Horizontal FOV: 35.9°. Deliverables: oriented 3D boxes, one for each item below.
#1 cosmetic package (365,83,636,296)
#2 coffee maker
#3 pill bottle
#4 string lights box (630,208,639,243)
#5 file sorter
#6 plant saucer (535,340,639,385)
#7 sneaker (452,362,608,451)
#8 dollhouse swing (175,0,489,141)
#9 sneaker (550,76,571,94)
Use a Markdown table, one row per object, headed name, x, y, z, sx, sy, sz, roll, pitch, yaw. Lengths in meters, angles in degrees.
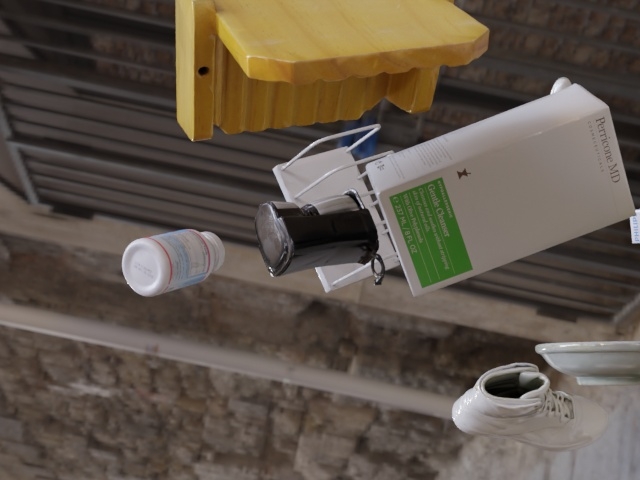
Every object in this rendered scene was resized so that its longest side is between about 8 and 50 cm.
| name | x | y | z | sx | sy | sz | roll | pitch | yaw |
| --- | --- | --- | --- | --- | --- | --- | --- | --- | --- |
| cosmetic package | 0.277 | -0.081 | 1.542 | 0.155 | 0.365 | 0.197 | -100 | -12 | -68 |
| coffee maker | 0.000 | 0.000 | 1.654 | 0.171 | 0.178 | 0.120 | 49 | 137 | 39 |
| pill bottle | -0.219 | 0.029 | 1.504 | 0.160 | 0.087 | 0.087 | -15 | -59 | -59 |
| string lights box | 0.796 | -0.043 | 2.059 | 0.259 | 0.133 | 0.077 | -2 | 98 | 51 |
| file sorter | 0.072 | -0.072 | 1.976 | 0.173 | 0.192 | 0.278 | -33 | 78 | 53 |
| plant saucer | 0.709 | 0.289 | 2.310 | 0.400 | 0.400 | 0.101 | 107 | 163 | -83 |
| sneaker | 0.399 | 0.296 | 1.752 | 0.169 | 0.292 | 0.108 | 110 | 162 | -58 |
| dollhouse swing | 0.014 | -0.195 | 1.282 | 0.315 | 0.346 | 0.305 | 98 | 156 | -44 |
| sneaker | 0.433 | -0.205 | 1.696 | 0.061 | 0.053 | 0.152 | 5 | 106 | 50 |
